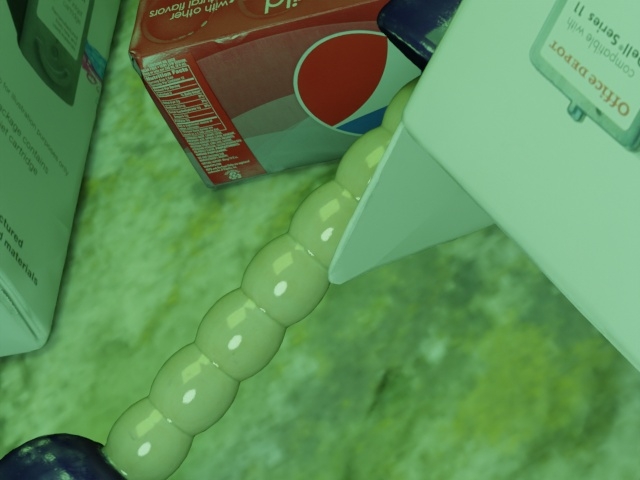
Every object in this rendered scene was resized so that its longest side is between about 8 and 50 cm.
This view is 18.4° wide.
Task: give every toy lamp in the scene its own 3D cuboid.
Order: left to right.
[{"bbox_3d":[0.000,0.000,0.701,0.274,0.080,0.080,-47,44,3],"label":"toy lamp"}]

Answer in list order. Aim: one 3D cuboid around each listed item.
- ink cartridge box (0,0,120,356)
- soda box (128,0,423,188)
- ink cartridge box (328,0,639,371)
[{"bbox_3d":[-0.222,-0.086,0.904,0.226,0.131,0.306,-13,48,20],"label":"ink cartridge box"},{"bbox_3d":[0.059,-0.103,0.793,0.263,0.083,0.092,-11,48,20],"label":"soda box"},{"bbox_3d":[0.161,-0.092,0.559,0.207,0.353,0.119,-21,60,-42],"label":"ink cartridge box"}]
